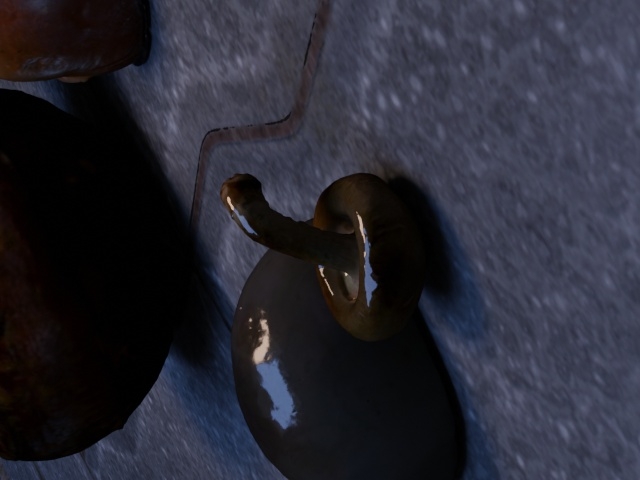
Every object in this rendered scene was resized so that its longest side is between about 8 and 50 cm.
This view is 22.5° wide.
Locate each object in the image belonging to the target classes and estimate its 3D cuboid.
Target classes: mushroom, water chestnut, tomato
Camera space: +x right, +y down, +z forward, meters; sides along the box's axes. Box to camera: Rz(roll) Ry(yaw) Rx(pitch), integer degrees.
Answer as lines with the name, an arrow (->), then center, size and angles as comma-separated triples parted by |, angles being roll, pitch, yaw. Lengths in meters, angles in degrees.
mushroom -> 0.005, 0.082, 0.980 | 0.141, 0.117, 0.188 | -20, 90, 59
water chestnut -> -0.292, 0.035, 1.379 | 0.350, 0.302, 0.350 | 51, 160, 27
mushroom -> 0.008, -0.007, 0.892 | 0.129, 0.073, 0.088 | 38, 154, 5
tomato -> -0.240, -0.208, 1.196 | 0.214, 0.155, 0.180 | 57, 155, 27
